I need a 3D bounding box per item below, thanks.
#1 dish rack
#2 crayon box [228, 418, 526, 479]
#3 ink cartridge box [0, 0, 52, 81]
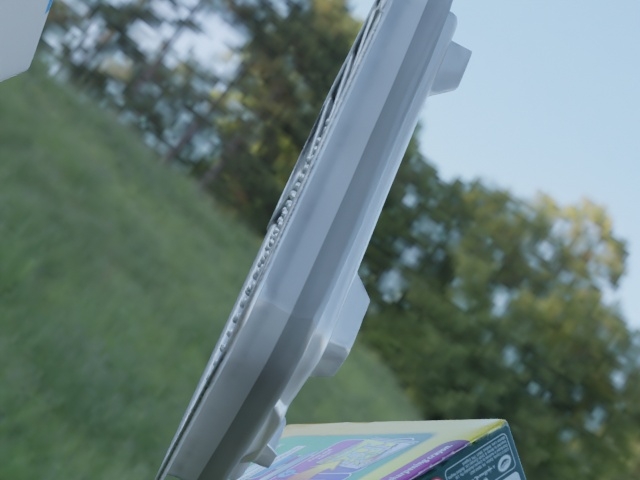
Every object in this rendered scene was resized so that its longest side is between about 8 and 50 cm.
[{"bbox_3d":[0.000,0.000,0.959,0.072,0.332,0.285,26,-32,-3],"label":"dish rack"},{"bbox_3d":[-0.043,0.277,1.337,0.313,0.363,0.106,-11,-80,48],"label":"crayon box"},{"bbox_3d":[-0.208,-0.145,0.712,0.143,0.090,0.092,42,-49,14],"label":"ink cartridge box"}]
